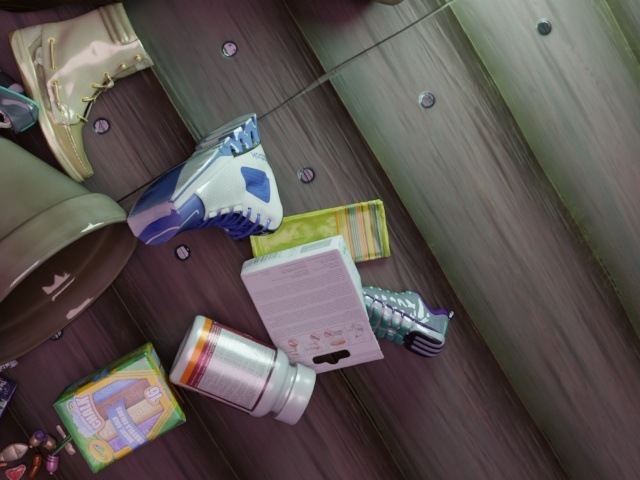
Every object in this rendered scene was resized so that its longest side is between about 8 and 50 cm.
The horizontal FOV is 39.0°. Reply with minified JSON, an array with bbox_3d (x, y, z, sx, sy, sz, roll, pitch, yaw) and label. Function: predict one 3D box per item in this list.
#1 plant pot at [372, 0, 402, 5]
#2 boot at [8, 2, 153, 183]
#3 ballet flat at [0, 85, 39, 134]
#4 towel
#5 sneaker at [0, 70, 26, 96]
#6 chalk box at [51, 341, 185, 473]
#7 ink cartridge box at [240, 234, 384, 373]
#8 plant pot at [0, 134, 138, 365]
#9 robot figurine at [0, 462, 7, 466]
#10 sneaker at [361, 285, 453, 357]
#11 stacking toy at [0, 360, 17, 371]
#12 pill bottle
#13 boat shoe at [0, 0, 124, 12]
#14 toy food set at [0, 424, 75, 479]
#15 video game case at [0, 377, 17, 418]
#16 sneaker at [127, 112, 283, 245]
[{"bbox_3d":[0.044,-0.506,1.446,0.274,0.256,0.256,29,88,-26],"label":"plant pot"},{"bbox_3d":[-0.362,-0.241,1.459,0.203,0.095,0.262,-21,92,-8],"label":"boot"},{"bbox_3d":[-0.527,-0.220,1.367,0.203,0.074,0.074,28,89,0],"label":"ballet flat"},{"bbox_3d":[0.000,0.000,1.557,0.237,0.021,0.102,-11,94,-7],"label":"towel"},{"bbox_3d":[-0.585,-0.197,1.441,0.121,0.079,0.217,41,82,-2],"label":"sneaker"},{"bbox_3d":[-0.342,0.277,1.466,0.213,0.132,0.132,-28,97,-7],"label":"chalk box"},{"bbox_3d":[-0.010,0.115,1.522,0.181,0.056,0.224,-15,116,18],"label":"ink cartridge box"},{"bbox_3d":[-0.484,-0.013,1.368,0.323,0.323,0.280,-44,80,-4],"label":"plant pot"},{"bbox_3d":[-0.619,0.353,1.432,0.219,0.158,0.128,24,116,-8],"label":"robot figurine"},{"bbox_3d":[0.119,0.116,1.568,0.224,0.083,0.098,28,49,4],"label":"sneaker"},{"bbox_3d":[-0.575,0.131,1.399,0.052,0.167,0.221,-25,91,17],"label":"stacking toy"},{"bbox_3d":[-0.128,0.219,1.499,0.221,0.121,0.121,24,89,-10],"label":"pill bottle"},{"bbox_3d":[-0.385,-0.423,1.399,0.302,0.109,0.098,-2,85,21],"label":"boat shoe"},{"bbox_3d":[-0.477,0.363,1.507,0.122,0.019,0.078,-29,97,-6],"label":"toy food set"},{"bbox_3d":[-0.612,0.273,1.390,0.210,0.232,0.042,23,126,-9],"label":"video game case"},{"bbox_3d":[-0.146,-0.061,1.425,0.127,0.315,0.182,-18,111,34],"label":"sneaker"}]
